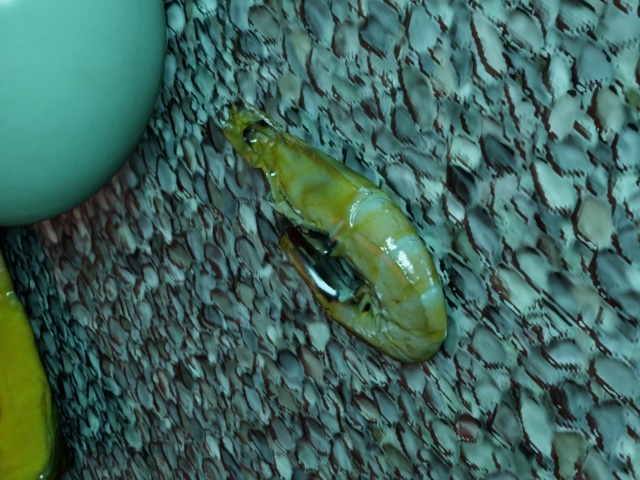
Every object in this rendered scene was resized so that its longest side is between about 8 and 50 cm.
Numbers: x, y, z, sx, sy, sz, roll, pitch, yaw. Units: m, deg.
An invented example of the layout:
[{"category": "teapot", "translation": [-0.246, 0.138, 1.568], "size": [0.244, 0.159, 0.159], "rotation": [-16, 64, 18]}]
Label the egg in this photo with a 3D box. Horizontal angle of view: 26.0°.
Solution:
[{"category": "egg", "translation": [-0.169, -0.102, 0.751], "size": [0.168, 0.168, 0.231], "rotation": [55, 150, 21]}]

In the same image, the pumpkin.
[{"category": "pumpkin", "translation": [-0.276, 0.092, 1.101], "size": [0.290, 0.095, 0.258], "rotation": [63, 152, 16]}]

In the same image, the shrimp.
[{"category": "shrimp", "translation": [0.006, -0.004, 0.681], "size": [0.162, 0.045, 0.095], "rotation": [46, 163, 24]}]
